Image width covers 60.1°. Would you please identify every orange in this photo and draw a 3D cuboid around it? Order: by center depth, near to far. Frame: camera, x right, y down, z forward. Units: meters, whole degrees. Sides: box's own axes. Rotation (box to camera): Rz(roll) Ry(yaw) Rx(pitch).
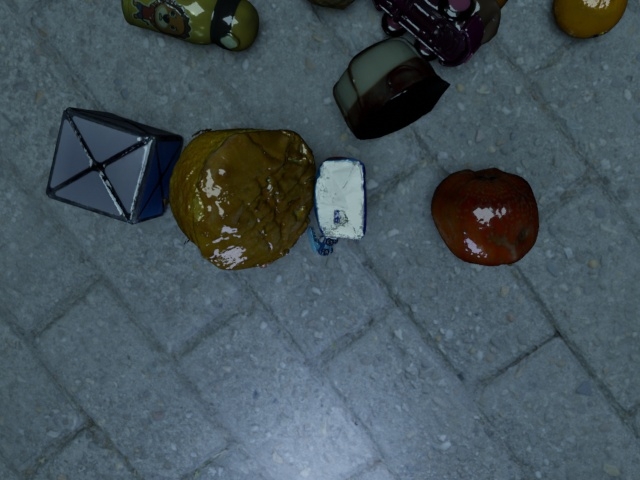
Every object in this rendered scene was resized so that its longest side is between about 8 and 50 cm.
[{"bbox_3d":[0.695,-0.612,1.425,0.177,0.155,0.178,4,104,16],"label":"orange"}]

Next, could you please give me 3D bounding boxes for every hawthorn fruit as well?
[{"bbox_3d":[0.449,-0.054,1.481,0.275,0.275,0.300,-26,106,8],"label":"hawthorn fruit"}]

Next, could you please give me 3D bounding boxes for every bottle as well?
[{"bbox_3d":[-0.337,-0.618,1.489,0.350,0.171,0.172,18,100,2],"label":"bottle"}]

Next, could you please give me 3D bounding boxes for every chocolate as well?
[{"bbox_3d":[0.172,-0.411,1.453,0.283,0.283,0.186,-25,81,8],"label":"chocolate"}]

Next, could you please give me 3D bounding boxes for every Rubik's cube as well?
[{"bbox_3d":[-0.560,-0.209,1.530,0.254,0.260,0.260,17,97,1],"label":"Rubik's cube"}]

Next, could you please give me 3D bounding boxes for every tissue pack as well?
[{"bbox_3d":[0.055,-0.117,1.490,0.137,0.270,0.210,-3,100,2],"label":"tissue pack"}]

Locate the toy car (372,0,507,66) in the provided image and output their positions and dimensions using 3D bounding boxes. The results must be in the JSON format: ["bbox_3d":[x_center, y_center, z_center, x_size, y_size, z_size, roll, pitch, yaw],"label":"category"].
[{"bbox_3d":[0.313,-0.629,1.413,0.340,0.271,0.240,40,82,-2],"label":"toy car"}]

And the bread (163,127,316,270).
[{"bbox_3d":[-0.181,-0.113,1.407,0.215,0.398,0.399,25,102,34],"label":"bread"}]

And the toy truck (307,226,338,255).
[{"bbox_3d":[0.000,0.000,1.626,0.090,0.056,0.073,31,106,12],"label":"toy truck"}]

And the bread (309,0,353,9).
[{"bbox_3d":[0.039,-0.713,1.447,0.229,0.123,0.230,-6,76,27],"label":"bread"}]

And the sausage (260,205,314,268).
[{"bbox_3d":[-0.109,-0.045,1.607,0.086,0.086,0.289,36,101,-2],"label":"sausage"}]

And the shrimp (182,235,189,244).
[{"bbox_3d":[-0.281,-0.142,1.560,0.137,0.172,0.372,27,85,32],"label":"shrimp"}]
